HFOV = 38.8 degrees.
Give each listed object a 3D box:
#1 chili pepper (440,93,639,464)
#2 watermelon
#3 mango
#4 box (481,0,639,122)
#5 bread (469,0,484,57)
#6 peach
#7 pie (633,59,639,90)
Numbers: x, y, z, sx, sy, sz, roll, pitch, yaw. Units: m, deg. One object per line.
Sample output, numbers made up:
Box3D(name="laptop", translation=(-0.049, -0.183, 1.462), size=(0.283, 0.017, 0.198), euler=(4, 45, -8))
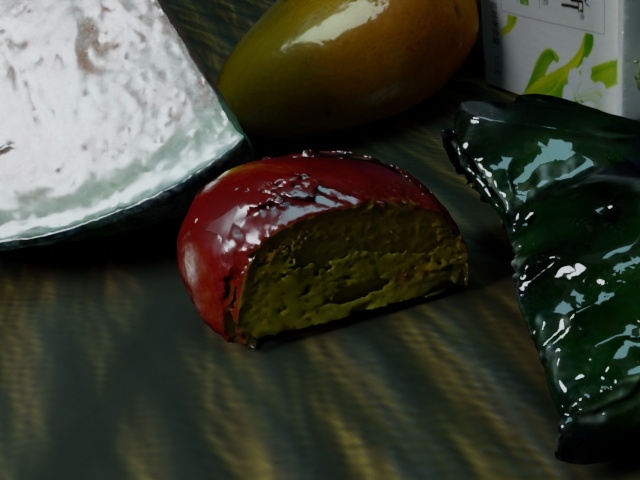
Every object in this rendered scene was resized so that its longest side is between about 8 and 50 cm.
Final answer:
Box3D(name="chili pepper", translation=(0.150, -0.011, 0.481), size=(0.148, 0.116, 0.264), euler=(-7, 26, -4))
Box3D(name="watermelon", translation=(-0.147, -0.128, 0.671), size=(0.250, 0.292, 0.283), euler=(20, 25, 1))
Box3D(name="mango", translation=(0.018, -0.173, 0.828), size=(0.187, 0.138, 0.257), euler=(26, 52, 29))
Box3D(name="box", translation=(0.232, -0.250, 0.786), size=(0.111, 0.260, 0.194), euler=(-17, 27, -21))
Box3D(name="bread", translation=(0.118, -0.303, 0.988), size=(0.238, 0.196, 0.252), euler=(-2, 10, -42))
Box3D(name="peach", translation=(-0.001, -0.005, 0.539), size=(0.172, 0.092, 0.127), euler=(-6, 23, 9))
Box3D(name="pie", translation=(0.312, -0.094, 0.569), size=(0.201, 0.090, 0.248), euler=(15, 9, -40))
